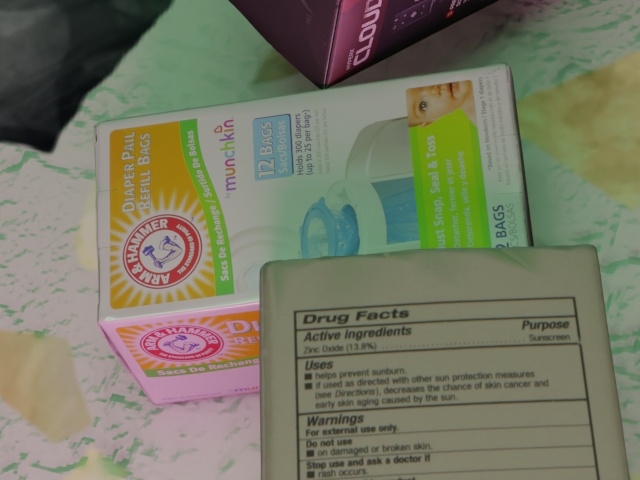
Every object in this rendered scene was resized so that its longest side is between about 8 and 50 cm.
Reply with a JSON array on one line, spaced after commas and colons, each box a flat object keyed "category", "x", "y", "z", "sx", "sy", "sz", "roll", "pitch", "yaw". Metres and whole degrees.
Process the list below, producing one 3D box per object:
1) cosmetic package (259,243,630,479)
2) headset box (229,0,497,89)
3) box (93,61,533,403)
[{"category": "cosmetic package", "x": 0.054, "y": 0.159, "z": 0.708, "sx": 0.153, "sy": 0.129, "sz": 0.296, "roll": -2, "pitch": 55, "yaw": 3}, {"category": "headset box", "x": 0.068, "y": -0.219, "z": 0.824, "sx": 0.293, "sy": 0.218, "sz": 0.110, "roll": -30, "pitch": 60, "yaw": -28}, {"category": "box", "x": 0.000, "y": 0.000, "z": 0.842, "sx": 0.203, "sy": 0.103, "sz": 0.114, "roll": -7, "pitch": 62, "yaw": 7}]
